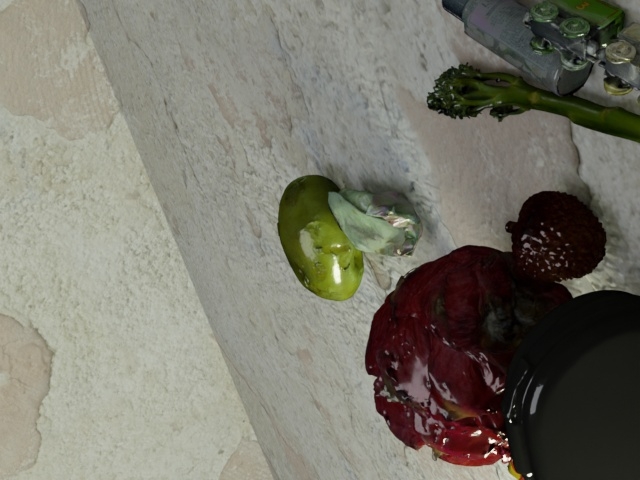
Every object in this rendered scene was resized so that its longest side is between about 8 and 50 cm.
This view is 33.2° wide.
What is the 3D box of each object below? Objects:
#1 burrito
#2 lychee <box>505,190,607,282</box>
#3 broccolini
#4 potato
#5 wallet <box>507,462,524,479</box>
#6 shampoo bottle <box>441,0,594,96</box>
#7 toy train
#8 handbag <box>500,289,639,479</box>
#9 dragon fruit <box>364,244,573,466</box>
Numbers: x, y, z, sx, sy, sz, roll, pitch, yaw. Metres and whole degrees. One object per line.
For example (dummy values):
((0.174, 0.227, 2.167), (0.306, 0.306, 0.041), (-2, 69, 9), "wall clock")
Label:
((0.103, -0.035, 1.856), (0.144, 0.089, 0.229), (52, 165, -18), "burrito")
((0.300, -0.001, 1.372), (0.129, 0.123, 0.123), (39, 153, 28), "lychee")
((0.272, -0.153, 1.324), (0.392, 0.074, 0.078), (31, 103, 53), "broccolini")
((0.000, 0.000, 2.040), (0.186, 0.149, 0.253), (-93, -17, -81), "potato")
((0.361, 0.336, 1.765), (0.141, 0.067, 0.241), (37, 150, 44), "wallet")
((0.228, -0.247, 1.274), (0.214, 0.072, 0.072), (44, 155, 37), "shampoo bottle")
((0.306, -0.205, 1.133), (0.202, 0.081, 0.060), (37, 152, 34), "toy train")
((0.345, 0.203, 1.345), (0.093, 0.254, 0.308), (-127, 18, -57), "handbag")
((0.222, 0.161, 1.506), (0.329, 0.329, 0.329), (49, 158, 29), "dragon fruit")
